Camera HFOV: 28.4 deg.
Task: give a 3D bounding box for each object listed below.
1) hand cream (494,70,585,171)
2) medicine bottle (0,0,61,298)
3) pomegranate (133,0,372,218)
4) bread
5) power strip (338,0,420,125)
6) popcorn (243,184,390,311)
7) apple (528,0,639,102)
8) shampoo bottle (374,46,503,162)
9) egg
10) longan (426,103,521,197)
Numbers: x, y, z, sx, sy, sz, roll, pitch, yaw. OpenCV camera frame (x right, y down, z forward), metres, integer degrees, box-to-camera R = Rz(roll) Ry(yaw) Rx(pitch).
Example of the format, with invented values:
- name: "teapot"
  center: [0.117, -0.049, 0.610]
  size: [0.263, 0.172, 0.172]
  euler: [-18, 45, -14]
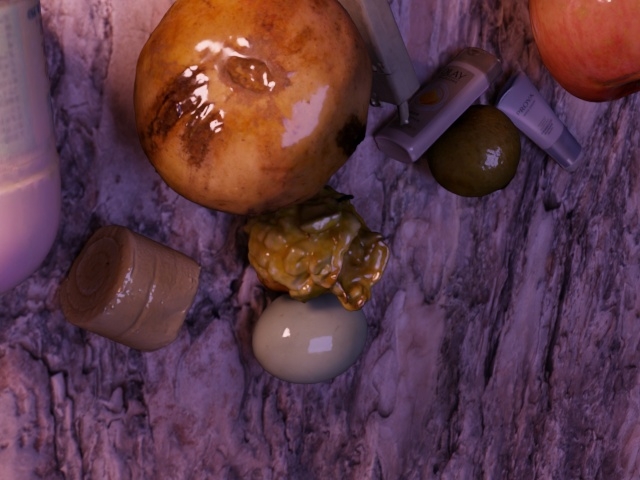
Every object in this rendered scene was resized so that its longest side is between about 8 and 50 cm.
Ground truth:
- name: "hand cream"
  center: [0.387, -0.204, 2.225]
  size: [0.255, 0.048, 0.079]
  euler: [37, 83, -44]
- name: "medicine bottle"
  center: [-0.413, -0.085, 1.417]
  size: [0.236, 0.236, 0.406]
  euler: [-20, 119, -35]
- name: "pomegranate"
  center: [-0.087, -0.187, 1.630]
  size: [0.322, 0.322, 0.322]
  euler: [-18, 119, -36]
- name: "bread"
  center: [-0.251, 0.067, 1.701]
  size: [0.141, 0.134, 0.148]
  euler: [27, 101, -45]
- name: "power strip"
  center: [0.078, -0.289, 1.877]
  size: [0.053, 0.093, 0.288]
  euler: [-45, 132, -23]
- name: "popcorn"
  center: [-0.002, 0.001, 1.858]
  size: [0.218, 0.189, 0.169]
  euler: [-7, 114, -40]
- name: "apple"
  center: [0.506, -0.409, 2.040]
  size: [0.364, 0.364, 0.363]
  euler: [-18, 119, -36]
- name: "shampoo bottle"
  center: [0.189, -0.217, 2.013]
  size: [0.227, 0.086, 0.056]
  euler: [-45, 133, -18]
- name: "egg"
  center: [-0.016, 0.145, 1.934]
  size: [0.192, 0.149, 0.149]
  euler: [-19, 119, -34]
- name: "longan"
  center: [0.244, -0.153, 2.062]
  size: [0.176, 0.145, 0.155]
  euler: [51, 39, -1]
